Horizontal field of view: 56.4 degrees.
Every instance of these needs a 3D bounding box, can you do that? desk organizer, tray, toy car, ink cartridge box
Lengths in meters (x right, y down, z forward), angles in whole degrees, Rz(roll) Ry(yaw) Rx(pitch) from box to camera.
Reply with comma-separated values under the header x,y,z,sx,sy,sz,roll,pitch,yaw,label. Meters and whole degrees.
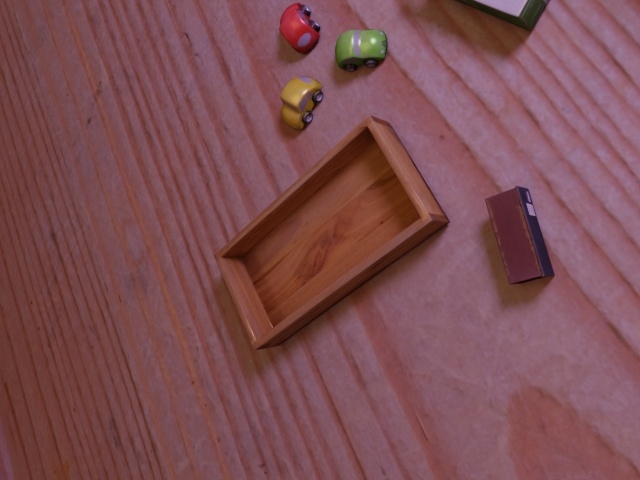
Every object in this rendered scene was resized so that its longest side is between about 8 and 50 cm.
x,y,z,sx,sy,sz,roll,pitch,yaw,label
0.279,-0.006,0.839,0.050,0.047,0.130,-21,75,36,desk organizer
0.000,0.000,1.029,0.411,0.076,0.203,-39,66,29,tray
0.010,-0.327,1.048,0.225,0.053,0.239,-3,86,37,toy car
0.242,-0.401,0.874,0.209,0.062,0.109,38,110,32,ink cartridge box
